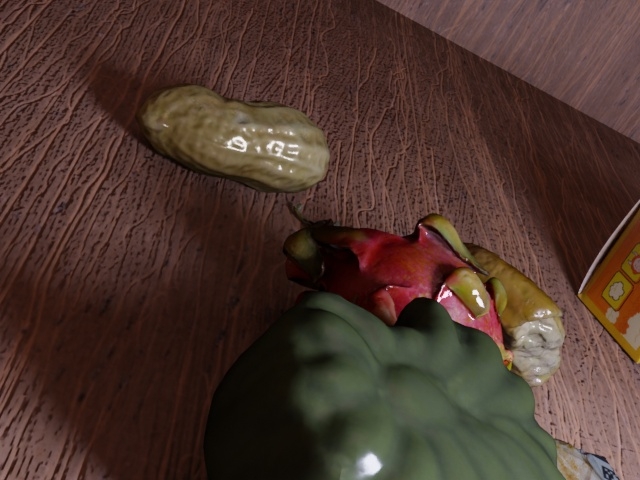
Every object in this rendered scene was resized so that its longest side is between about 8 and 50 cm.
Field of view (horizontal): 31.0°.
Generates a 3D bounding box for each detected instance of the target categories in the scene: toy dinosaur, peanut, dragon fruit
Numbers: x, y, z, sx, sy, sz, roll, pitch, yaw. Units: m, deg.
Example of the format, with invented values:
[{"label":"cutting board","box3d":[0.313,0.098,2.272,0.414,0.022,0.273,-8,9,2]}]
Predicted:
[{"label":"toy dinosaur","box3d":[0.014,-0.001,1.691,0.058,0.037,0.180,-8,31,-21]},{"label":"peanut","box3d":[-0.126,-0.151,1.710,0.305,0.147,0.147,9,31,-32]},{"label":"dragon fruit","box3d":[0.080,0.091,1.373,0.307,0.243,0.227,-2,-1,37]}]

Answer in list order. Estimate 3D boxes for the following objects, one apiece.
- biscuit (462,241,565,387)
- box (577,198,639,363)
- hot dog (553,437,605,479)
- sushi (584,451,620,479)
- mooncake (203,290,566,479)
[{"label":"biscuit","box3d":[0.232,0.089,1.544,0.213,0.091,0.274,41,-9,20]},{"label":"box","box3d":[0.657,0.076,2.019,0.283,0.259,0.214,14,26,-35]},{"label":"hot dog","box3d":[0.272,0.333,1.238,0.163,0.082,0.270,-15,58,-23]},{"label":"sushi","box3d":[0.320,0.315,1.399,0.294,0.059,0.292,16,27,-30]},{"label":"mooncake","box3d":[0.072,0.206,1.071,0.351,0.187,0.351,33,34,-26]}]
